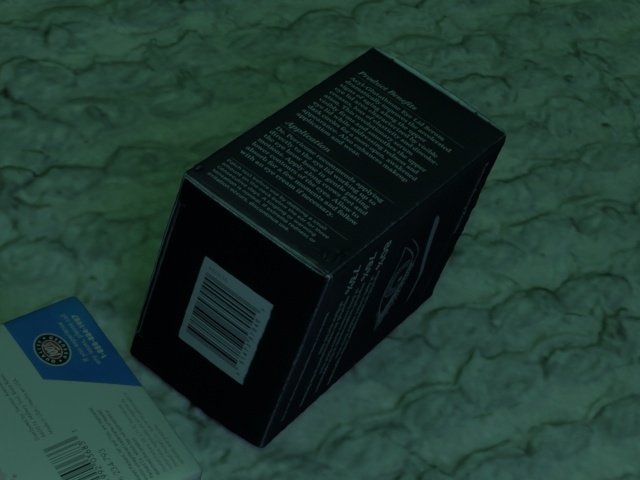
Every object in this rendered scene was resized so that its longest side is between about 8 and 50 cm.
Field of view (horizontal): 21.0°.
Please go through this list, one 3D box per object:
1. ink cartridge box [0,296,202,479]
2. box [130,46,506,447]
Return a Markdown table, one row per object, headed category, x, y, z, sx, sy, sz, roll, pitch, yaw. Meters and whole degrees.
| category | x | y | z | sx | sy | sz | roll | pitch | yaw |
| --- | --- | --- | --- | --- | --- | --- | --- | --- | --- |
| ink cartridge box | -0.193 | 0.134 | 0.869 | 0.231 | 0.078 | 0.134 | -22 | 57 | -30 |
| box | 0.000 | 0.000 | 1.053 | 0.108 | 0.153 | 0.207 | 35 | 41 | 15 |
